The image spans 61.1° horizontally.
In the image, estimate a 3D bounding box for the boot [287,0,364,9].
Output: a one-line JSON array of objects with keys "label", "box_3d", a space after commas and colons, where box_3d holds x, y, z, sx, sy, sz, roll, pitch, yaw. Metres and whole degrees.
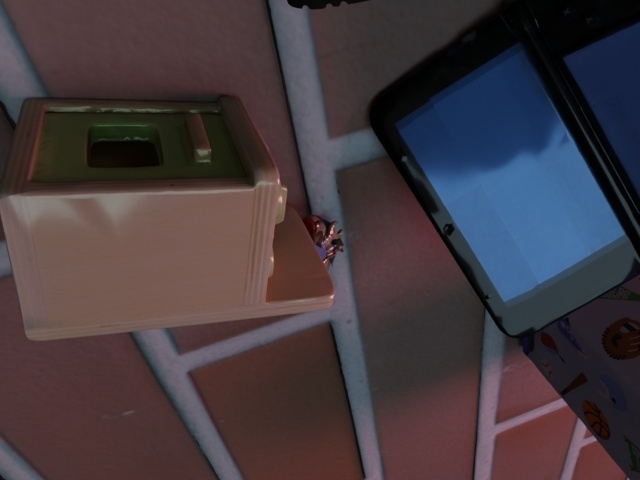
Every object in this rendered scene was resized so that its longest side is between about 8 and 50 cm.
[{"label": "boot", "box_3d": [0.088, -0.283, 0.270, 0.347, 0.131, 0.260, -8, 133, 15]}]

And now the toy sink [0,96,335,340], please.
[{"label": "toy sink", "box_3d": [-0.106, -0.030, 0.432, 0.234, 0.153, 0.131, -3, 126, -19]}]

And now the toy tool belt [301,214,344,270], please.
[{"label": "toy tool belt", "box_3d": [0.000, 0.000, 0.574, 0.051, 0.052, 0.083, -34, 144, -38]}]

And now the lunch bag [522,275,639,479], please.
[{"label": "lunch bag", "box_3d": [0.514, 0.116, 0.687, 0.385, 0.328, 0.239, -19, 129, -6]}]

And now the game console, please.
[{"label": "game console", "box_3d": [0.226, -0.064, 0.458, 0.173, 0.250, 0.293, -39, 101, -21]}]
